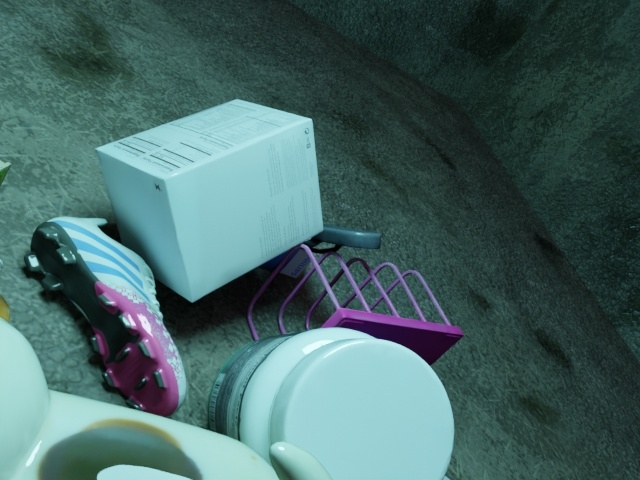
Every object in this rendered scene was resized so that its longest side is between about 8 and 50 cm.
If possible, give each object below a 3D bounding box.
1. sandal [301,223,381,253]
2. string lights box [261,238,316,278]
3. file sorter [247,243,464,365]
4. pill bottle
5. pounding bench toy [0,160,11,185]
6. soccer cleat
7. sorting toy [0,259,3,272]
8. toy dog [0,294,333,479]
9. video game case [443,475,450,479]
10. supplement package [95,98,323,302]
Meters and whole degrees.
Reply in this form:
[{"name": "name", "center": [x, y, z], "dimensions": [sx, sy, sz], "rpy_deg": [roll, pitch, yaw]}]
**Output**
[{"name": "sandal", "center": [0.000, 0.000, 1.139], "dimensions": [0.097, 0.054, 0.254], "rpy_deg": [3, 5, -35]}, {"name": "string lights box", "center": [-0.142, -0.031, 1.261], "dimensions": [0.260, 0.077, 0.133], "rpy_deg": [22, 34, -31]}, {"name": "file sorter", "center": [0.052, 0.141, 1.126], "dimensions": [0.291, 0.202, 0.182], "rpy_deg": [14, 37, -40]}, {"name": "pill bottle", "center": [-0.007, 0.207, 0.763], "dimensions": [0.204, 0.361, 0.204], "rpy_deg": [3, 79, -18]}, {"name": "pounding bench toy", "center": [-0.505, -0.098, 0.936], "dimensions": [0.065, 0.052, 0.083], "rpy_deg": [37, 29, -7]}, {"name": "soccer cleat", "center": [-0.265, 0.086, 0.903], "dimensions": [0.331, 0.116, 0.143], "rpy_deg": [49, 30, 15]}, {"name": "sorting toy", "center": [-0.448, -0.001, 0.846], "dimensions": [0.083, 0.075, 0.045], "rpy_deg": [45, 28, 9]}, {"name": "toy dog", "center": [-0.229, 0.218, 0.501], "dimensions": [0.408, 0.395, 0.284], "rpy_deg": [40, 40, -15]}, {"name": "video game case", "center": [0.103, 0.420, 0.969], "dimensions": [0.300, 0.036, 0.329], "rpy_deg": [41, 28, 1]}, {"name": "supplement package", "center": [-0.163, -0.075, 1.010], "dimensions": [0.263, 0.199, 0.198], "rpy_deg": [-29, 37, -34]}]
